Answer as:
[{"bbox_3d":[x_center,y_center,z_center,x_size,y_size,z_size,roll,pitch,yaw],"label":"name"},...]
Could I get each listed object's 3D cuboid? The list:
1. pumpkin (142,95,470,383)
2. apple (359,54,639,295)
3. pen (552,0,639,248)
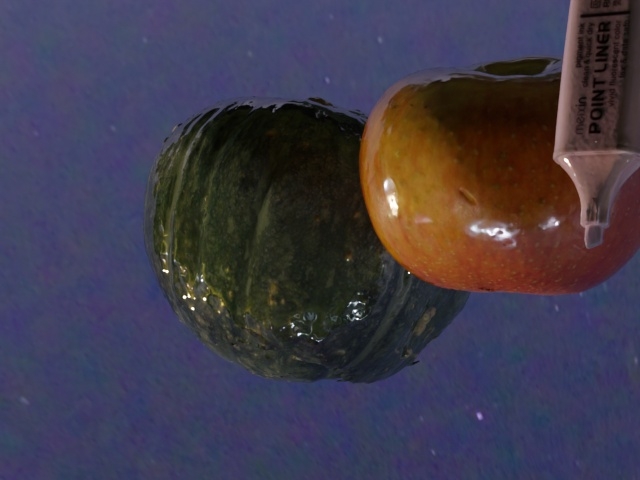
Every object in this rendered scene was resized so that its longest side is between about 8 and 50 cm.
[{"bbox_3d":[0.000,0.000,1.296,0.292,0.328,0.257,18,-81,38],"label":"pumpkin"},{"bbox_3d":[0.139,-0.044,1.019,0.235,0.173,0.210,-6,-167,-21],"label":"apple"},{"bbox_3d":[0.162,-0.091,0.800,0.053,0.032,0.197,-1,-105,27],"label":"pen"}]
